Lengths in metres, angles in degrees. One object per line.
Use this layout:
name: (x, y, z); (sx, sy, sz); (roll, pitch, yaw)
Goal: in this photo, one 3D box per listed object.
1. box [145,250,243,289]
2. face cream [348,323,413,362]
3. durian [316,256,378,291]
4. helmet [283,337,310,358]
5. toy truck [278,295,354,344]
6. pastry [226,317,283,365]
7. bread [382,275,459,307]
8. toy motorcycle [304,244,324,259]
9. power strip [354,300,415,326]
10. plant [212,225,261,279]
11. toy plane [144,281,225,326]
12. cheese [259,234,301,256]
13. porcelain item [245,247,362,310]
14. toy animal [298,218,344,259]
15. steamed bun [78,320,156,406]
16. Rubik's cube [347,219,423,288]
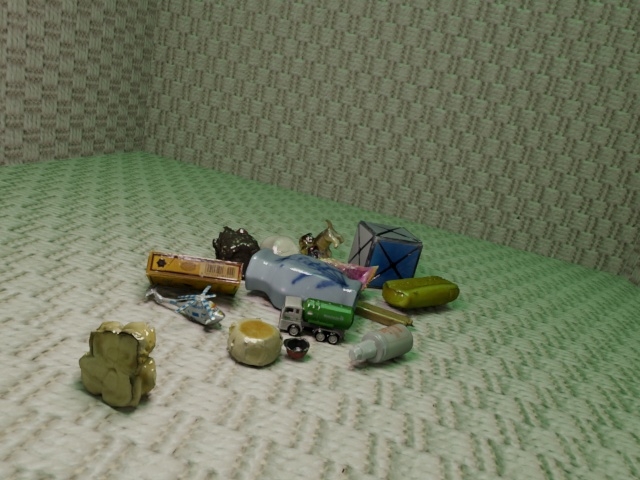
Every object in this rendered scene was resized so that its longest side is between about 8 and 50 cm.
box: (-0.428, 0.116, 1.516); (0.301, 0.084, 0.193); (9, -19, -14)
face cream: (0.182, 0.334, 1.401); (0.251, 0.101, 0.101); (-3, 23, -42)
durian: (0.078, 0.170, 1.816); (0.260, 0.154, 0.186); (20, 40, 4)
helmet: (-0.076, 0.326, 1.321); (0.084, 0.049, 0.065); (5, 28, -21)
toy truck: (-0.013, 0.255, 1.467); (0.242, 0.125, 0.101); (11, 18, -3)
pastry: (-0.190, 0.291, 1.281); (0.165, 0.088, 0.166); (13, 16, -4)
bread: (0.430, 0.231, 1.898); (0.383, 0.112, 0.166); (-2, 20, -37)
toy motorcycle: (-0.003, 0.099, 1.987); (0.213, 0.122, 0.082); (28, 9, 37)
power strip: (0.213, 0.282, 1.695); (0.305, 0.044, 0.064); (17, 17, 17)
plant: (-0.340, 0.043, 1.808); (0.204, 0.178, 0.234); (4, 26, -22)
toy plane: (-0.426, 0.211, 1.390); (0.273, 0.107, 0.182); (0, 24, 4)
cheese: (-0.173, 0.068, 1.878); (0.154, 0.189, 0.198); (-15, -6, 41)
porcelain item: (-0.060, 0.165, 1.629); (0.405, 0.179, 0.242); (19, 17, 11)
toy animal: (0.002, 0.016, 2.187); (0.169, 0.233, 0.121); (54, 33, -2)
steamed bun: (-0.458, 0.273, 1.019); (0.192, 0.178, 0.106); (4, 5, 17)
Rubik's cube: (0.298, 0.067, 2.079); (0.259, 0.260, 0.255); (11, 18, -17)
